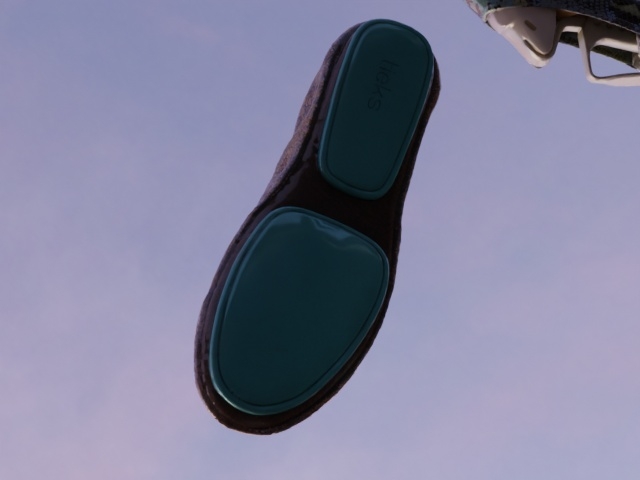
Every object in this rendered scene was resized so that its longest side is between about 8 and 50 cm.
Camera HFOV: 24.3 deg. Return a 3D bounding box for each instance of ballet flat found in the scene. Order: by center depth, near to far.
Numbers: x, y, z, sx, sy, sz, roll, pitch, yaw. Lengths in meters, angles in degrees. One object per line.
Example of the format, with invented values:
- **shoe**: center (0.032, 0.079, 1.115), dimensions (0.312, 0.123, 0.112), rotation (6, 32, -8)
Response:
- **ballet flat**: center (0.000, 0.000, 0.949), dimensions (0.316, 0.107, 0.106), rotation (-64, 5, -31)
- **ballet flat**: center (0.173, -0.141, 1.000), dimensions (0.188, 0.070, 0.070), rotation (12, -63, 2)
